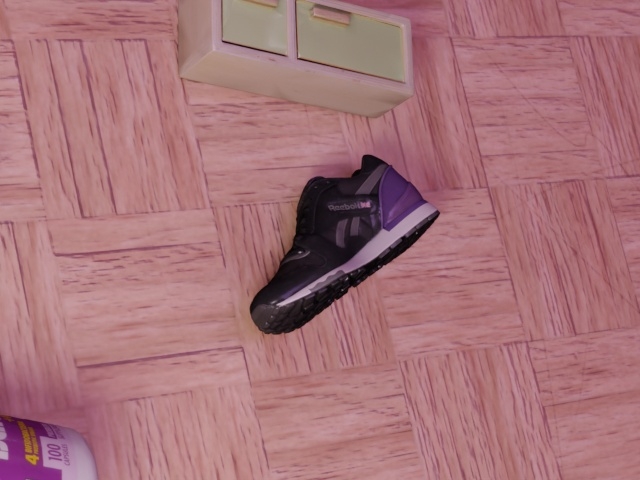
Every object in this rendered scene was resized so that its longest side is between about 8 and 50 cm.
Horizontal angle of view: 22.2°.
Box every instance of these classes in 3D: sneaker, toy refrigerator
[{"bbox_3d":[0.000,0.000,1.835,0.124,0.107,0.283,49,49,9],"label":"sneaker"},{"bbox_3d":[-0.024,-0.225,1.885,0.269,0.094,0.102,10,69,-30],"label":"toy refrigerator"}]

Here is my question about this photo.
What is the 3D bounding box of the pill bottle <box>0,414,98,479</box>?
[{"bbox_3d":[-0.366,0.226,1.458,0.301,0.169,0.169,14,66,-29],"label":"pill bottle"}]
